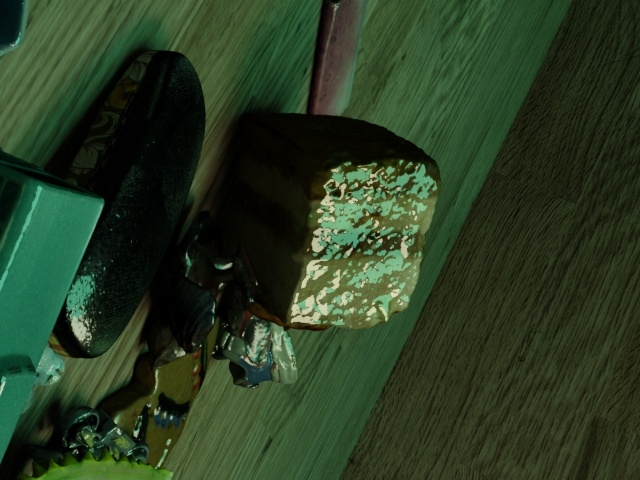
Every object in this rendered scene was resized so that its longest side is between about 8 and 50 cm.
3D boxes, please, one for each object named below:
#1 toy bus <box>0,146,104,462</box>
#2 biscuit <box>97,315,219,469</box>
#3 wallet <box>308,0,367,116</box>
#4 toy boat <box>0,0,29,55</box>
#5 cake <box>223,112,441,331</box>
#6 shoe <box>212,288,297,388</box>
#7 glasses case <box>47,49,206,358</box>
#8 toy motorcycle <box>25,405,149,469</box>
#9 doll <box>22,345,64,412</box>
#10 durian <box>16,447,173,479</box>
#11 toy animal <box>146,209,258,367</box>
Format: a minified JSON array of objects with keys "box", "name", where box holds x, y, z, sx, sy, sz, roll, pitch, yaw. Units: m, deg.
[{"box":[-0.265,0.058,0.885,0.256,0.147,0.128,-68,164,2],"name":"toy bus"},{"box":[-0.205,0.213,1.607,0.301,0.043,0.278,-60,164,-24],"name":"biscuit"},{"box":[0.024,-0.254,1.741,0.119,0.025,0.232,-52,159,-45],"name":"wallet"},{"box":[-0.200,-0.214,0.801,0.129,0.143,0.309,-27,137,-71],"name":"toy boat"},{"box":[0.000,0.000,1.556,0.196,0.199,0.292,-2,115,-37],"name":"cake"},{"box":[-0.109,0.115,1.742,0.099,0.126,0.227,-110,-175,-60],"name":"shoe"},{"box":[-0.181,-0.039,1.169,0.122,0.082,0.321,76,27,-53],"name":"glasses case"},{"box":[-0.265,0.251,1.407,0.124,0.061,0.193,-47,152,-7],"name":"toy motorcycle"},{"box":[-0.274,0.123,1.169,0.179,0.075,0.120,98,15,-47],"name":"doll"},{"box":[-0.299,0.363,1.264,0.157,0.170,0.355,57,56,-75],"name":"durian"},{"box":[-0.161,0.060,1.494,0.179,0.116,0.218,-43,-161,16],"name":"toy animal"}]
